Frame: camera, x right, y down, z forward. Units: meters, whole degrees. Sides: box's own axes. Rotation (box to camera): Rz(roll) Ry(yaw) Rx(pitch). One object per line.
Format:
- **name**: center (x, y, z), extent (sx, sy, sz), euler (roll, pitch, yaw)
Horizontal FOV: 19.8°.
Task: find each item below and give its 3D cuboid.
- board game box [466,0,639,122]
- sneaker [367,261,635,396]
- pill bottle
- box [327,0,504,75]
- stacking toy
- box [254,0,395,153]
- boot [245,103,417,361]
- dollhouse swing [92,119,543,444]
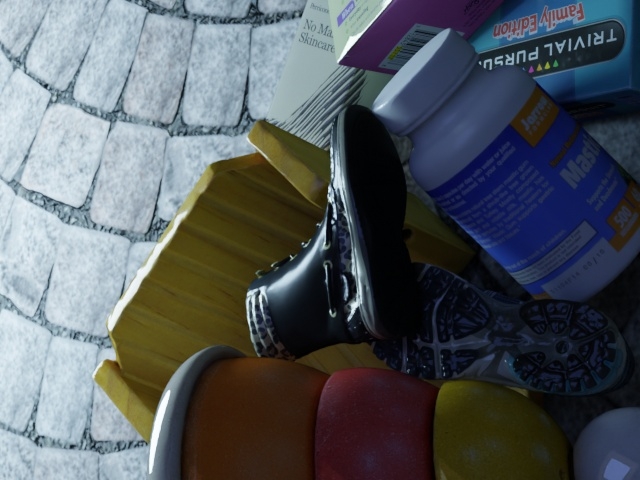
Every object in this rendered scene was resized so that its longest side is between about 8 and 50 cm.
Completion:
- **board game box**: center (0.251, -0.289, 1.863), extent (0.254, 0.079, 0.336), euler (-9, 74, 51)
- **sneaker**: center (0.168, 0.101, 1.763), extent (0.283, 0.122, 0.110), euler (15, 83, 31)
- **pill bottle**: center (0.183, -0.072, 1.773), extent (0.272, 0.152, 0.152), euler (44, 115, -9)
- **box**: center (0.100, -0.328, 1.907), extent (0.213, 0.117, 0.243), euler (-46, 45, 50)
- **stacking toy**: center (0.111, 0.233, 1.656), extent (0.480, 0.350, 0.350), euler (-12, 73, 18)
- **box**: center (0.007, -0.128, 2.050), extent (0.113, 0.094, 0.275), euler (21, 95, 41)
- **boot**: center (-0.001, 0.001, 1.790), extent (0.178, 0.085, 0.236), euler (-22, 67, 40)
- **dollhouse swing**: center (-0.003, 0.133, 1.894), extent (0.347, 0.315, 0.305), euler (-55, 34, 16)
